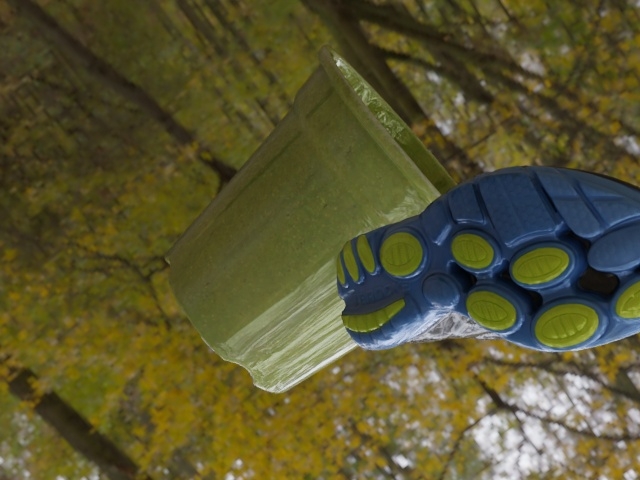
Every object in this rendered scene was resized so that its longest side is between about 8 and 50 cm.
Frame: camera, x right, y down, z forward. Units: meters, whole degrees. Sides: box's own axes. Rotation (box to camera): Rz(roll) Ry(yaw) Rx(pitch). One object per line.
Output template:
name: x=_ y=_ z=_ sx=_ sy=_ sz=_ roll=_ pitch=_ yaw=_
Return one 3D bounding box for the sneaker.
sneaker: x=0.076 y=0.007 z=0.424 sx=0.078 sy=0.067 sz=0.188 roll=-12 pitch=178 yaw=-29

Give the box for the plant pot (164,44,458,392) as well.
plant pot: x=0.000 y=0.000 z=1.026 sx=0.254 sy=0.276 sz=0.276 roll=-40 pitch=-166 yaw=11
